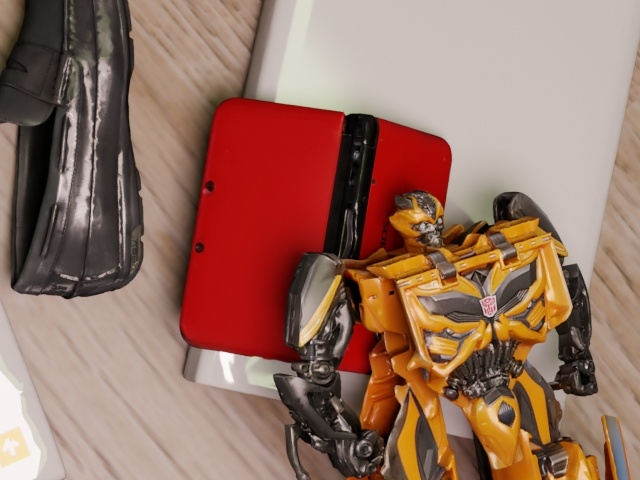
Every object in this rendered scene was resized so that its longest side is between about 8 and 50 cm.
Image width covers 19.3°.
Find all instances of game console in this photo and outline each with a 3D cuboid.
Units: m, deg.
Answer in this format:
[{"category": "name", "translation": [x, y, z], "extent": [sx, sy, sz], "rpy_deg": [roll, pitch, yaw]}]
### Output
[{"category": "game console", "translation": [0.000, 0.000, 1.077], "extent": [0.124, 0.085, 0.144], "rpy_deg": [13, 86, -49]}]

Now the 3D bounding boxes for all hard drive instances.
[{"category": "hard drive", "translation": [0.067, -0.066, 1.131], "extent": [0.233, 0.047, 0.353], "rpy_deg": [13, 86, -18]}]

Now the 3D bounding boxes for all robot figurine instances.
[{"category": "robot figurine", "translation": [0.088, 0.114, 1.032], "extent": [0.211, 0.085, 0.291], "rpy_deg": [-18, 101, -30]}]

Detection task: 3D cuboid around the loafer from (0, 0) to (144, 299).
[{"category": "loafer", "translation": [-0.146, -0.078, 1.042], "extent": [0.078, 0.076, 0.223], "rpy_deg": [-6, 95, -27]}]

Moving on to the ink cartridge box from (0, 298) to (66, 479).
[{"category": "ink cartridge box", "translation": [-0.283, -0.010, 1.001], "extent": [0.176, 0.069, 0.371], "rpy_deg": [-22, 99, -17]}]
